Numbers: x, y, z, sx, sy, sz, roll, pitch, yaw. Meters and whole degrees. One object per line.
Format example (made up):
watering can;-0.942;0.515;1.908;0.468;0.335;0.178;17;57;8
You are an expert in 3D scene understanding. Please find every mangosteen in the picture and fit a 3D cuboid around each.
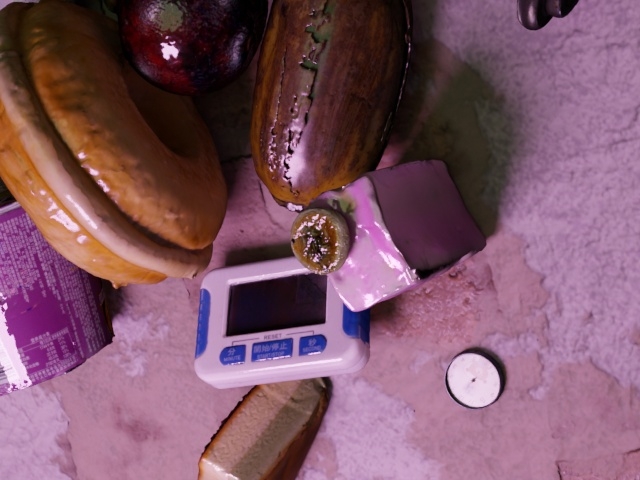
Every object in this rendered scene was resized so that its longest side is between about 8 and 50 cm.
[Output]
mangosteen;-0.176;-0.291;1.636;0.216;0.216;0.216;4;99;23

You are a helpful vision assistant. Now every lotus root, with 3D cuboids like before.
lotus root;0.015;-0.228;1.698;0.179;0.196;0.397;36;120;54

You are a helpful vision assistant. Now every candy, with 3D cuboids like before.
candy;0.102;-0.016;1.650;0.116;0.265;0.155;-30;85;29

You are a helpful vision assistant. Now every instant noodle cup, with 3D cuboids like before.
instant noodle cup;-0.462;0.066;1.904;0.340;0.340;0.266;-14;104;25

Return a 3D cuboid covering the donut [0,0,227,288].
donut;-0.284;-0.126;1.711;0.198;0.449;0.449;-32;84;13

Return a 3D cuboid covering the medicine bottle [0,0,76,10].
medicine bottle;-0.424;-0.253;1.920;0.133;0.133;0.274;1;99;24

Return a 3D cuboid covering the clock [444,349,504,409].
clock;0.210;0.192;1.768;0.085;0.017;0.085;4;100;23

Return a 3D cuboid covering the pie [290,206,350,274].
pie;-0.001;0.001;1.543;0.084;0.021;0.084;3;97;26

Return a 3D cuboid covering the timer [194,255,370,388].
timer;-0.050;0.113;1.809;0.253;0.078;0.178;-9;61;23

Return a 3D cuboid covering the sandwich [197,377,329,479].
sandwich;-0.081;0.302;1.871;0.108;0.220;0.186;30;145;15

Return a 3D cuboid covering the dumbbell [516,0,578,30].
dumbbell;0.227;-0.371;1.580;0.290;0.192;0.192;24;107;19
